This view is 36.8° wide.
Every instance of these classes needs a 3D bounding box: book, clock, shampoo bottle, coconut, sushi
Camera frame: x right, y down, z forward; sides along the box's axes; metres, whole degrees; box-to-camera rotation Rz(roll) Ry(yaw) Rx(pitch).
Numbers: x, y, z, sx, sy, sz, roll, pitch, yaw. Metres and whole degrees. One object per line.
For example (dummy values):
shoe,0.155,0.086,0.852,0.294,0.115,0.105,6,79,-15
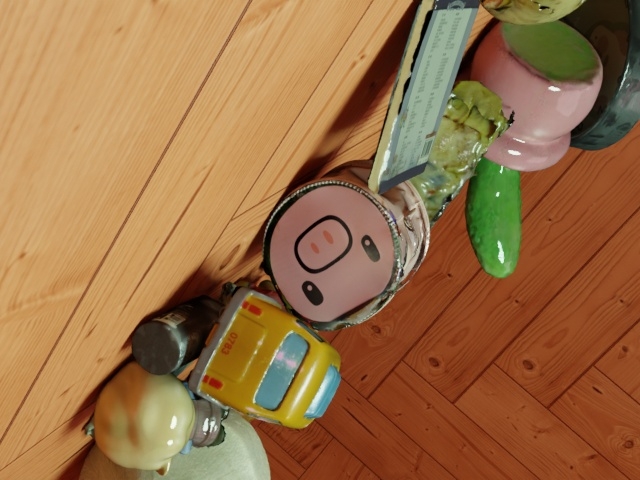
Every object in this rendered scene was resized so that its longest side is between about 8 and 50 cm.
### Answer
book,0.113,-0.171,1.046,0.157,0.026,0.231,-29,139,-62
clock,0.433,-0.307,1.568,0.066,0.319,0.319,3,148,-19
shampoo bottle,-0.137,0.093,1.061,0.063,0.057,0.208,-63,171,14
coconut,-0.186,0.322,1.232,0.237,0.237,0.266,-50,179,2
sushi,0.156,-0.114,1.426,0.291,0.139,0.131,-55,176,32

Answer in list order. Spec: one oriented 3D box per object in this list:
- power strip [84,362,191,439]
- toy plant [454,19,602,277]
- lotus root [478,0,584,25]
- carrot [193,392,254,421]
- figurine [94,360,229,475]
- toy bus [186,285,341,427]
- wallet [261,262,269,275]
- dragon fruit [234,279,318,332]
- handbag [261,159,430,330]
power strip,-0.197,0.165,1.170,0.227,0.029,0.080,-44,170,-39
toy plant,0.293,-0.162,1.523,0.211,0.317,0.356,4,141,-27
lotus root,0.249,-0.317,0.938,0.284,0.146,0.160,-38,-172,-26
carrot,-0.119,0.212,1.492,0.225,0.159,0.159,-34,167,-25
figurine,-0.170,0.195,1.077,0.196,0.108,0.114,24,78,-68
toy bus,-0.049,0.139,1.051,0.126,0.136,0.209,-63,168,-8
wallet,0.000,0.000,1.431,0.172,0.045,0.318,-51,171,1
dragon fruit,-0.074,0.114,1.270,0.133,0.150,0.207,-39,-160,18
handbag,0.028,0.004,1.125,0.205,0.179,0.116,-38,171,33
